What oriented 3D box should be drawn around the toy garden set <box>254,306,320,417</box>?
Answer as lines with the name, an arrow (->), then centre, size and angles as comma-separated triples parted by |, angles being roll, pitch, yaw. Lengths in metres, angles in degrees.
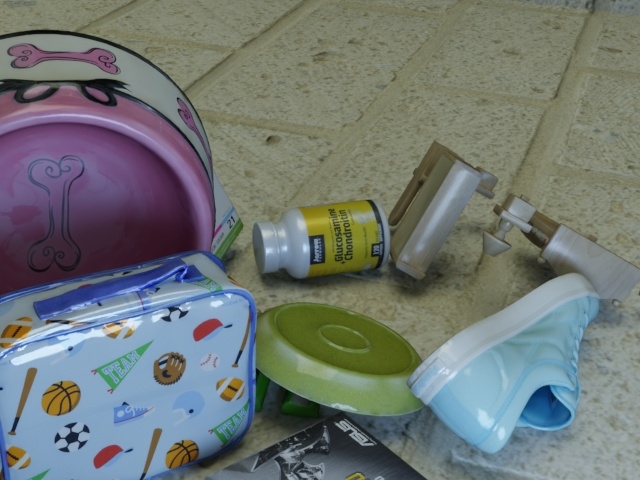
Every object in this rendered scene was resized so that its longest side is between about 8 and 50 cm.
toy garden set -> -0.109, 0.128, 1.284 | 0.244, 0.049, 0.204 | 5, 29, 6

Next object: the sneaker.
sneaker -> 0.253, 0.155, 1.219 | 0.366, 0.135, 0.150 | -22, 66, -44

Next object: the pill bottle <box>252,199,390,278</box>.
pill bottle -> 0.000, 0.000, 1.470 | 0.184, 0.103, 0.103 | -7, 30, -16

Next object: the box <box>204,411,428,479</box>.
box -> 0.022, 0.279, 1.011 | 0.183, 0.056, 0.231 | -18, 34, -33

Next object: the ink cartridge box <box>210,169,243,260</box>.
ink cartridge box -> -0.229, -0.074, 1.422 | 0.097, 0.255, 0.189 | -17, 22, 22

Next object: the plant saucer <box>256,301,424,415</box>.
plant saucer -> 0.024, 0.131, 1.229 | 0.241, 0.037, 0.241 | 15, 19, -5

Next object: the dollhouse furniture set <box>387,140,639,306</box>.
dollhouse furniture set -> 0.292, 0.030, 1.501 | 0.355, 0.174, 0.303 | 29, 10, -10

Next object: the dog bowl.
dog bowl -> -0.306, -0.025, 1.182 | 0.408, 0.408, 0.150 | -8, 32, -18

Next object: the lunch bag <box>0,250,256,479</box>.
lunch bag -> -0.206, 0.135, 1.066 | 0.303, 0.243, 0.115 | -15, 33, -27
